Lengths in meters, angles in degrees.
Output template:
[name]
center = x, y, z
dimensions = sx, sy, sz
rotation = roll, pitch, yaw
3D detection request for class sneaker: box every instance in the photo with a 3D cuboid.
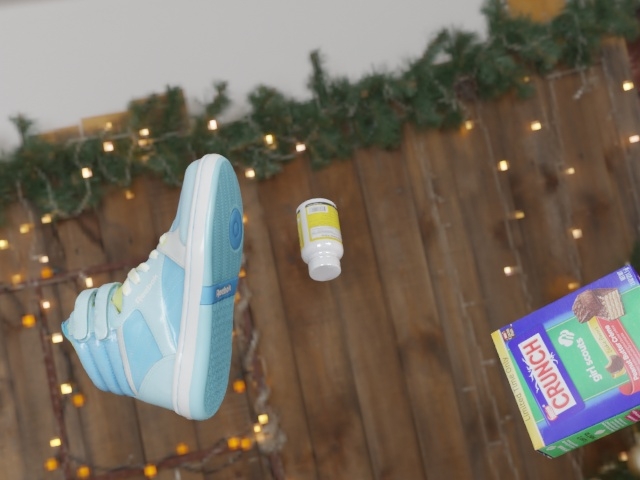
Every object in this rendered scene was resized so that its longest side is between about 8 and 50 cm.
[sneaker]
center = -0.210, 0.048, 1.227
dimensions = 0.208, 0.319, 0.127
rotation = 6, -1, 16

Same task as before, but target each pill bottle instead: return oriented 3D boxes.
[pill bottle]
center = 0.000, 0.000, 1.534
dimensions = 0.065, 0.116, 0.065
rotation = -5, -33, -3

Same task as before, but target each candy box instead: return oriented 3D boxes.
[candy box]
center = 0.530, 0.240, 1.990
dimensions = 0.317, 0.268, 0.122
rotation = -30, -35, 20
